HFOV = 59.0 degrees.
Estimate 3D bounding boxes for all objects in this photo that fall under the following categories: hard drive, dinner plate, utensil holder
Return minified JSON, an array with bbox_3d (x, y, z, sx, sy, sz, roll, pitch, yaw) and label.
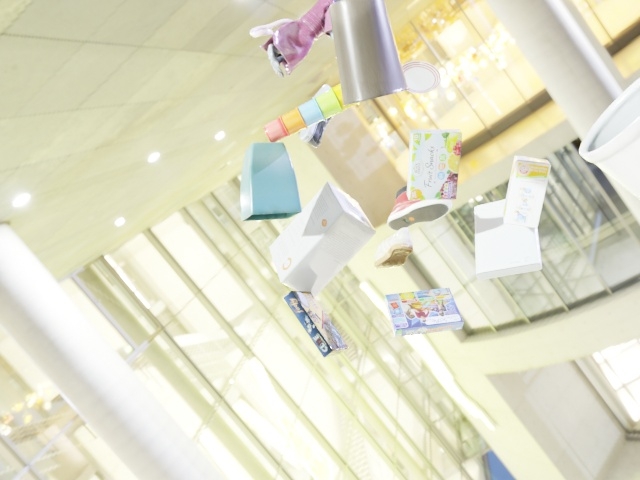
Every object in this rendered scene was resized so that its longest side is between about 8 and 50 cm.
[{"bbox_3d":[0.626,-0.016,1.911,0.203,0.040,0.308,-13,-136,27],"label":"hard drive"},{"bbox_3d":[0.309,-0.510,1.781,0.141,0.141,0.017,-41,157,-21],"label":"dinner plate"},{"bbox_3d":[0.958,-0.234,1.497,0.328,0.385,0.327,-52,180,0],"label":"utensil holder"}]

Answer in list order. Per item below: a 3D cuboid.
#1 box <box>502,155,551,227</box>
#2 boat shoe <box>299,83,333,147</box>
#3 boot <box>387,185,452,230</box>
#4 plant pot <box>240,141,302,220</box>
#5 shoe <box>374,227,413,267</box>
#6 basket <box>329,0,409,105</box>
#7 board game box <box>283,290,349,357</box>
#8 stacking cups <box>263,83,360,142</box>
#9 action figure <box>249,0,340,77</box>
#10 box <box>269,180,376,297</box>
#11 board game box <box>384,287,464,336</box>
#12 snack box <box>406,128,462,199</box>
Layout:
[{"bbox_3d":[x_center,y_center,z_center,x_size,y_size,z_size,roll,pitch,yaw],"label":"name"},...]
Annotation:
[{"bbox_3d":[0.646,-0.156,1.779,0.103,0.203,0.114,10,-162,13],"label":"box"},{"bbox_3d":[0.003,-0.559,2.546,0.113,0.105,0.306,-21,-134,50],"label":"boat shoe"},{"bbox_3d":[0.341,-0.142,1.909,0.244,0.088,0.176,-18,-139,43],"label":"boot"},{"bbox_3d":[-0.171,-0.191,1.831,0.165,0.234,0.165,-4,175,-20],"label":"plant pot"},{"bbox_3d":[0.194,0.027,1.497,0.076,0.058,0.219,2,161,-12],"label":"shoe"},{"bbox_3d":[0.108,-0.449,1.333,0.154,0.227,0.204,-7,-166,29],"label":"basket"},{"bbox_3d":[-0.013,0.280,1.917,0.042,0.243,0.165,-40,161,13],"label":"board game box"},{"bbox_3d":[-0.035,-0.416,1.820,0.316,0.096,0.096,-24,-172,3],"label":"stacking cups"},{"bbox_3d":[-0.043,-0.742,1.955,0.370,0.276,0.248,-44,-146,3],"label":"action figure"},{"bbox_3d":[0.000,0.000,2.040,0.345,0.168,0.215,-47,-145,17],"label":"box"},{"bbox_3d":[0.301,0.209,1.661,0.201,0.035,0.136,-5,-136,-7],"label":"board game box"},{"bbox_3d":[0.230,-0.154,1.153,0.100,0.141,0.037,-1,-156,1],"label":"snack box"}]
